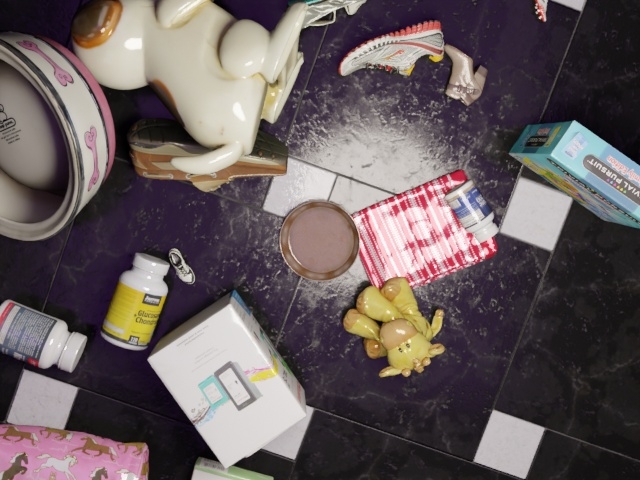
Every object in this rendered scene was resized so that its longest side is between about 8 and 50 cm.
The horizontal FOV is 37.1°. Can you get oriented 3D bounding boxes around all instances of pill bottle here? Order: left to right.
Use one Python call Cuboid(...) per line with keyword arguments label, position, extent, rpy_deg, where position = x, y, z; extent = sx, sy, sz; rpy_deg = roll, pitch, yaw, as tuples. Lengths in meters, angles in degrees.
Cuboid(label="pill bottle", position=(-0.578, 0.201, 1.948), extent=(0.180, 0.108, 0.108), rpy_deg=(22, 95, -3))
Cuboid(label="pill bottle", position=(-0.373, 0.123, 1.948), extent=(0.103, 0.103, 0.184), rpy_deg=(20, 95, -3))
Cuboid(label="pill bottle", position=(0.310, -0.058, 1.936), extent=(0.067, 0.067, 0.120), rpy_deg=(-34, 95, 2))

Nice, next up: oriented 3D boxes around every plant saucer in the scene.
Cuboid(label="plant saucer", position=(0.000, 0.000, 1.974), extent=(0.168, 0.029, 0.168), rpy_deg=(1, 99, 8))

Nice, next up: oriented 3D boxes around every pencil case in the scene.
Cuboid(label="pencil case", position=(-0.541, 0.478, 1.954), extent=(0.386, 0.160, 0.167), rpy_deg=(7, 124, -3))

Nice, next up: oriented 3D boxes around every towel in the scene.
Cuboid(label="towel", position=(0.211, -0.010, 1.988), extent=(0.275, 0.031, 0.199), rpy_deg=(-23, 95, 1))

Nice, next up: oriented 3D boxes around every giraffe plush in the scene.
Cuboid(label="giraffe plush", position=(0.160, 0.198, 1.922), extent=(0.210, 0.170, 0.181), rpy_deg=(33, 107, -12))

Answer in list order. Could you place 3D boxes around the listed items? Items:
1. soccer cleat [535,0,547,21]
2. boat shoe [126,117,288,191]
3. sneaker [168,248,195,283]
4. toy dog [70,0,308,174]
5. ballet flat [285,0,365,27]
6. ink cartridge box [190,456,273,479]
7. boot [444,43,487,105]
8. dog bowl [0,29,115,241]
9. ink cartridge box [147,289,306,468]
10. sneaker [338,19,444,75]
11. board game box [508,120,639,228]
Cuboid(label="soccer cleat", position=(0.454, -0.490, 1.948), extent=(0.036, 0.029, 0.083), rpy_deg=(-17, 91, 4))
Cuboid(label="boat shoe", position=(-0.227, -0.166, 1.928), extent=(0.324, 0.122, 0.120), rpy_deg=(8, 126, 0))
Cuboid(label="sneaker", position=(-0.291, 0.057, 1.977), extent=(0.032, 0.037, 0.083), rpy_deg=(-34, 97, 0))
Cuboid(label="toy dog", position=(-0.272, -0.341, 1.823), extent=(0.408, 0.284, 0.395), rpy_deg=(24, 83, 4))
Cuboid(label="ballet flat", position=(0.035, -0.481, 1.927), extent=(0.213, 0.072, 0.068), rpy_deg=(-19, 123, 1))
Cuboid(label="ink cartridge box", position=(-0.212, 0.597, 2.025), extent=(0.171, 0.056, 0.235), rpy_deg=(16, 98, -3))
Cuboid(label="boot", position=(0.283, -0.335, 1.952), extent=(0.118, 0.042, 0.087), rpy_deg=(32, 96, -4))
Cuboid(label="dog bowl", position=(-0.566, -0.210, 1.805), extent=(0.408, 0.150, 0.408), rpy_deg=(15, 122, 25))
Cuboid(label="ink cartridge box", position=(-0.181, 0.274, 1.922), extent=(0.197, 0.198, 0.270), rpy_deg=(-34, 97, 1))
Cuboid(label="sneaker", position=(0.145, -0.371, 1.921), extent=(0.225, 0.088, 0.092), rpy_deg=(-17, 97, 0))
Cuboid(label="board game box", position=(0.519, -0.125, 1.831), extent=(0.254, 0.336, 0.079), rpy_deg=(34, 94, -4))
